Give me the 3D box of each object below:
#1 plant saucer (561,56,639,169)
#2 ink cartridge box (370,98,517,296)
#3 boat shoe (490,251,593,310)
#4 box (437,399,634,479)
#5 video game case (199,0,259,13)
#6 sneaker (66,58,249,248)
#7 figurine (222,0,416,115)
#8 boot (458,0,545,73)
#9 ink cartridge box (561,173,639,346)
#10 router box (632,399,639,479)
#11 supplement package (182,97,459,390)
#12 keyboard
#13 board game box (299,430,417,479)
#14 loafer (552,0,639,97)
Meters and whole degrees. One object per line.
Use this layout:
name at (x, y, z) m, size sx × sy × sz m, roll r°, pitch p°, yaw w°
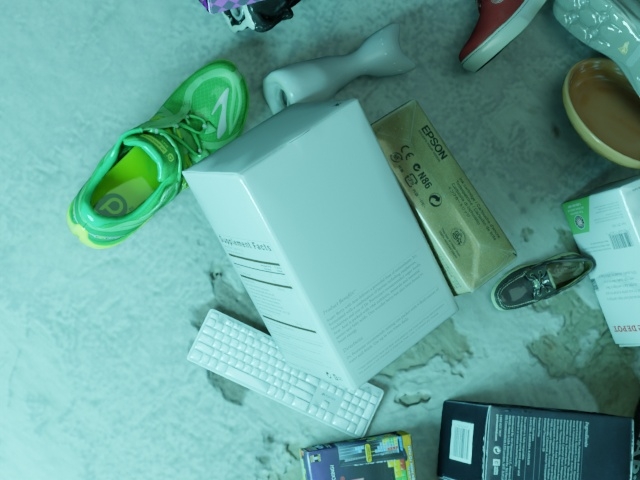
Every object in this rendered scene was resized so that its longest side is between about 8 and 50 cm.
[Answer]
plant saucer at (0.424, -0.173, 1.469) m, size 0.200 × 0.037 × 0.200 m, roll 13°, pitch 51°, yaw -16°
ink cartridge box at (0.114, -0.039, 1.324) m, size 0.088 × 0.193 × 0.234 m, roll -35°, pitch 94°, yaw -21°
boat shoe at (0.306, 0.053, 1.441) m, size 0.152 × 0.049 × 0.056 m, roll -25°, pitch 91°, yaw -16°
box at (0.276, 0.270, 1.356) m, size 0.207 × 0.153 × 0.108 m, roll 7°, pitch 82°, yaw -14°
video game case at (-0.070, -0.369, 1.319) m, size 0.232 × 0.210 × 0.042 m, roll -19°, pitch 131°, yaw -16°
sneaker at (-0.186, -0.105, 1.285) m, size 0.109 × 0.123 × 0.295 m, roll 42°, pitch 75°, yaw -7°
figurine at (0.005, -0.279, 1.381) m, size 0.209 × 0.092 × 0.215 m, roll -27°, pitch 92°, yaw -20°
boot at (0.223, -0.361, 1.448) m, size 0.176 × 0.088 × 0.244 m, roll 40°, pitch 67°, yaw -7°
ink cartridge box at (0.438, 0.026, 1.424) m, size 0.093 × 0.160 × 0.219 m, roll -22°, pitch 91°, yaw -16°
router box at (0.560, 0.296, 1.468) m, size 0.243 × 0.081 × 0.309 m, roll 24°, pitch 78°, yaw -12°
supplement package at (0.000, 0.000, 1.257) m, size 0.177 × 0.175 × 0.293 m, roll -34°, pitch 109°, yaw -22°
keyboard at (-0.043, 0.174, 1.351) m, size 0.256 × 0.014 × 0.072 m, roll 27°, pitch 78°, yaw -11°
board game box at (0.055, 0.339, 1.339) m, size 0.141 × 0.048 × 0.170 m, roll -8°, pitch 89°, yaw -17°
loafer at (0.468, -0.264, 1.459) m, size 0.319 × 0.112 × 0.111 m, roll 47°, pitch 49°, yaw 9°
